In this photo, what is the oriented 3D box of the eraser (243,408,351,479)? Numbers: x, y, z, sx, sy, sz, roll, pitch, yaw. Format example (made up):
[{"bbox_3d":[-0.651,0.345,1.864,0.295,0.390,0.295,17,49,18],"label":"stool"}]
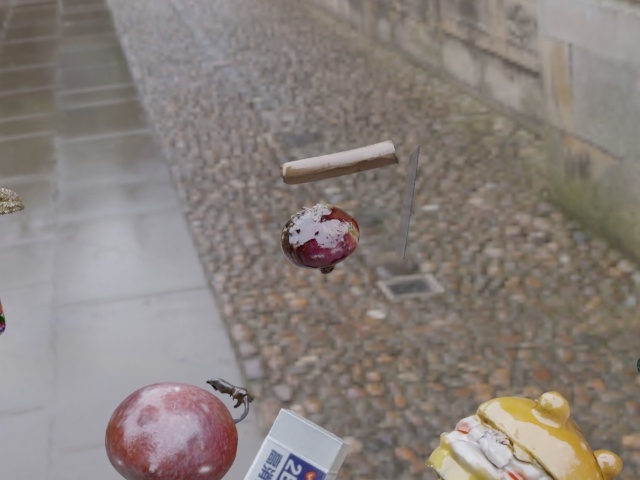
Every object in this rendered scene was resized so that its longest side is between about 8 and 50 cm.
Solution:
[{"bbox_3d":[-0.055,0.387,1.852,0.125,0.210,0.068,27,-4,24],"label":"eraser"}]

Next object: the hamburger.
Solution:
[{"bbox_3d":[0.327,0.363,1.860,0.237,0.276,0.276,-46,25,-3],"label":"hamburger"}]

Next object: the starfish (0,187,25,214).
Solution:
[{"bbox_3d":[-0.457,-0.050,1.386,0.227,0.043,0.240,17,43,-28],"label":"starfish"}]

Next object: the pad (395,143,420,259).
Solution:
[{"bbox_3d":[0.128,-0.055,1.736,0.004,0.163,0.243,8,1,1],"label":"pad"}]

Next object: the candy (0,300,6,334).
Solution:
[{"bbox_3d":[-0.569,0.012,1.629,0.124,0.365,0.124,-23,28,13],"label":"candy"}]

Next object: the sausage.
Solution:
[{"bbox_3d":[0.018,-0.076,1.149,0.116,0.026,0.026,-12,18,-2],"label":"sausage"}]

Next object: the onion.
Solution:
[{"bbox_3d":[0.000,0.000,1.555,0.107,0.097,0.107,-13,28,7],"label":"onion"}]

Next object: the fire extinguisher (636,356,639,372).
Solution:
[{"bbox_3d":[0.391,0.137,1.321,0.038,0.025,0.083,-55,7,-15],"label":"fire extinguisher"}]

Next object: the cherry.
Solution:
[{"bbox_3d":[-0.117,0.156,0.985,0.107,0.090,0.225,-3,4,5],"label":"cherry"}]
